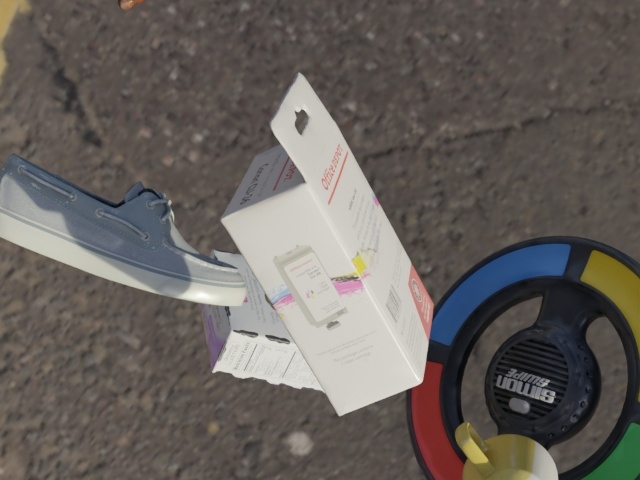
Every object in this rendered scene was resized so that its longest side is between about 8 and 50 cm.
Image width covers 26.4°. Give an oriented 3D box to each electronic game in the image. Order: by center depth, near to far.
[{"bbox_3d":[0.162,0.106,1.008,0.048,0.229,0.229,28,40,-50],"label":"electronic game"}]

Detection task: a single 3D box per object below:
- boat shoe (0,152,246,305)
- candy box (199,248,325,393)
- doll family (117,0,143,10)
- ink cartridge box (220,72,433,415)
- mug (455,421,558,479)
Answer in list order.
[{"bbox_3d":[-0.160,-0.010,1.112,0.227,0.079,0.081,20,92,-12],"label":"boat shoe"},{"bbox_3d":[-0.044,0.102,1.678,0.196,0.070,0.165,13,32,-21],"label":"candy box"},{"bbox_3d":[-0.064,-0.204,0.671,0.111,0.193,0.076,12,40,-35],"label":"doll family"},{"bbox_3d":[0.000,0.000,0.905,0.198,0.067,0.115,61,19,-17],"label":"ink cartridge box"},{"bbox_3d":[0.114,0.159,0.869,0.078,0.062,0.064,20,9,3],"label":"mug"}]
